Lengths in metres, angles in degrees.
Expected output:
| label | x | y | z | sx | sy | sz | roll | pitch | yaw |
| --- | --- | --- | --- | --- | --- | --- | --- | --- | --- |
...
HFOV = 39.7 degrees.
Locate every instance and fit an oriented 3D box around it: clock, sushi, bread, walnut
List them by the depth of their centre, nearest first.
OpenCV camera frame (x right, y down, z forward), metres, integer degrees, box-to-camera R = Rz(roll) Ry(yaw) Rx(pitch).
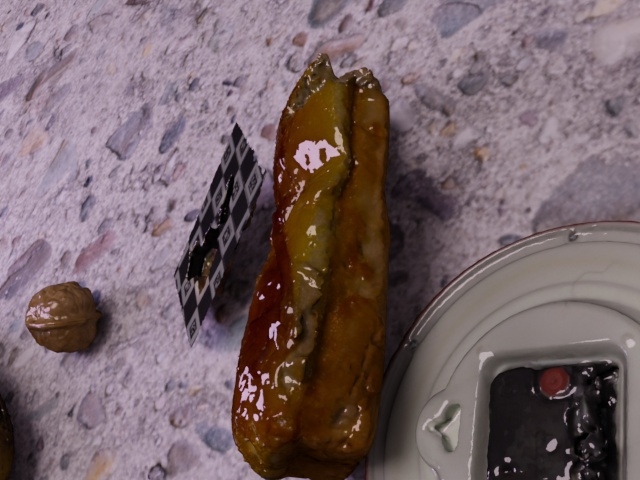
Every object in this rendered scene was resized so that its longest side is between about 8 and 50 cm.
| label | x | y | z | sx | sy | sz | roll | pitch | yaw |
| --- | --- | --- | --- | --- | --- | --- | --- | --- | --- |
| clock | 0.161 | 0.130 | 0.584 | 0.318 | 0.080 | 0.319 | -20 | 54 | 30 |
| bread | 0.000 | 0.000 | 0.728 | 0.109 | 0.185 | 0.381 | 7 | 63 | -1 |
| sushi | -0.091 | -0.008 | 0.884 | 0.201 | 0.031 | 0.139 | -64 | 27 | 23 |
| walnut | -0.288 | 0.086 | 0.998 | 0.096 | 0.082 | 0.079 | 0 | 97 | 47 |

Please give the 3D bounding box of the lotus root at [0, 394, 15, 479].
| label | x | y | z | sx | sy | sz | roll | pitch | yaw |
| --- | --- | --- | --- | --- | --- | --- | --- | --- | --- |
| lotus root | -0.482 | 0.199 | 1.019 | 0.196 | 0.179 | 0.397 | -53 | 44 | -1 |
